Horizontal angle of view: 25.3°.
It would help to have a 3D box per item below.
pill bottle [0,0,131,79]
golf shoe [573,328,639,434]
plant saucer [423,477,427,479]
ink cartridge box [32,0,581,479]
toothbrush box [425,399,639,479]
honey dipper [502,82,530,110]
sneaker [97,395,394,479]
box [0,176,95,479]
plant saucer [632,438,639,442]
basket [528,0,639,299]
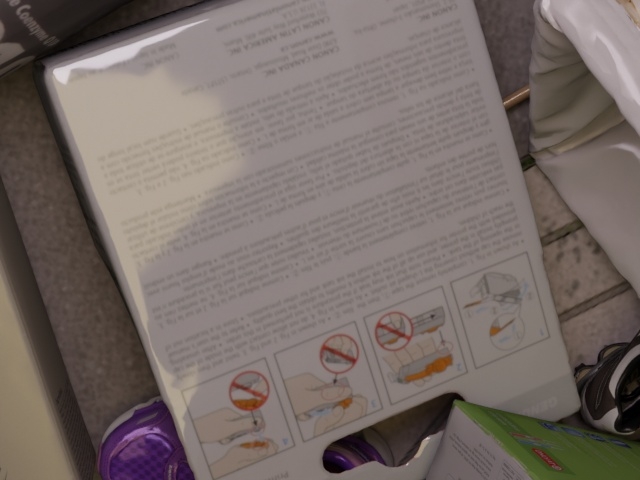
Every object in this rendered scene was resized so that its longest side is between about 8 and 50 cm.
[{"bbox_3d":[-0.221,-0.219,0.939,0.361,0.204,0.204,-31,104,1],"label":"pill bottle"},{"bbox_3d":[0.286,0.081,1.122,0.077,0.094,0.198,39,94,-12],"label":"golf shoe"},{"bbox_3d":[0.105,0.229,1.134,0.168,0.029,0.168,-15,132,-18],"label":"plant saucer"},{"bbox_3d":[0.000,0.000,1.051,0.308,0.091,0.385,-21,105,-13],"label":"ink cartridge box"},{"bbox_3d":[0.235,0.229,1.016,0.283,0.206,0.122,14,101,-22],"label":"toothbrush box"},{"bbox_3d":[0.192,-0.135,1.097,0.161,0.030,0.030,-28,104,3],"label":"honey dipper"},{"bbox_3d":[-0.053,0.180,1.098,0.236,0.104,0.095,7,103,-7],"label":"sneaker"},{"bbox_3d":[-0.252,0.069,1.047,0.094,0.113,0.275,-17,102,-2],"label":"box"},{"bbox_3d":[0.309,0.314,1.198,0.311,0.050,0.310,-2,102,-7],"label":"plant saucer"},{"bbox_3d":[0.331,-0.052,0.936,0.266,0.331,0.328,-34,75,-3],"label":"basket"}]
